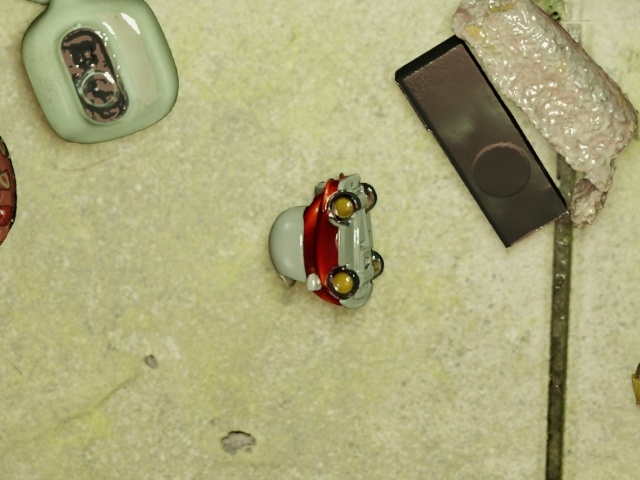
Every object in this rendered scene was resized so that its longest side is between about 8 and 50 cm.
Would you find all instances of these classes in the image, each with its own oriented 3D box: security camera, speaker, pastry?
[{"bbox_3d":[-0.251,-0.246,1.869,0.157,0.080,0.301,-18,105,9],"label":"security camera"},{"bbox_3d":[0.168,-0.102,1.915,0.082,0.044,0.218,-30,106,12],"label":"speaker"},{"bbox_3d":[0.242,-0.148,1.865,0.112,0.103,0.265,-28,109,19],"label":"pastry"}]

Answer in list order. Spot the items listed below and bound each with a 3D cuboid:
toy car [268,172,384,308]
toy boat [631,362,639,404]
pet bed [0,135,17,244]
[{"bbox_3d":[0.000,0.000,1.936,0.112,0.112,0.139,1,100,19],"label":"toy car"},{"bbox_3d":[0.411,0.161,1.996,0.149,0.047,0.049,6,109,1],"label":"toy boat"},{"bbox_3d":[-0.417,-0.061,1.952,0.201,0.053,0.201,1,104,4],"label":"pet bed"}]
